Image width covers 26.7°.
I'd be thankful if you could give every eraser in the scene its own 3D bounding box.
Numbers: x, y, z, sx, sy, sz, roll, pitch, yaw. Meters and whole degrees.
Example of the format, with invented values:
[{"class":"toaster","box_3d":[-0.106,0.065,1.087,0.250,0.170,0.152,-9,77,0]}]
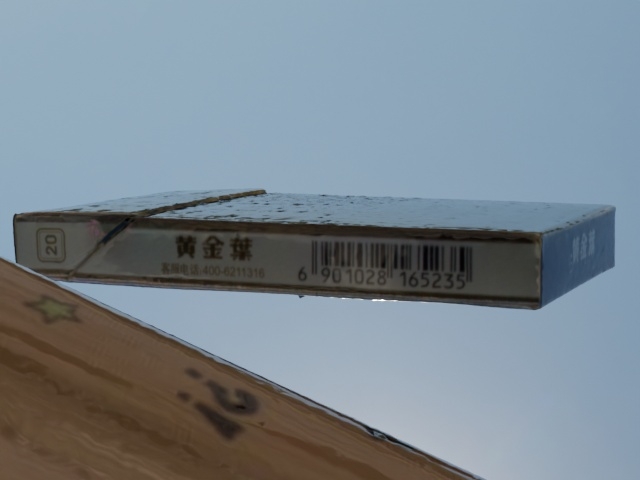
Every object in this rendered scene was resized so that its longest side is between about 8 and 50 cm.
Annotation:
[{"class":"eraser","box_3d":[-0.038,0.133,0.463,0.291,0.171,0.087,24,175,10]}]

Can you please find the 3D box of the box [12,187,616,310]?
[{"class":"box","box_3d":[-0.001,0.000,0.820,0.325,0.047,0.180,3,-172,24]}]
